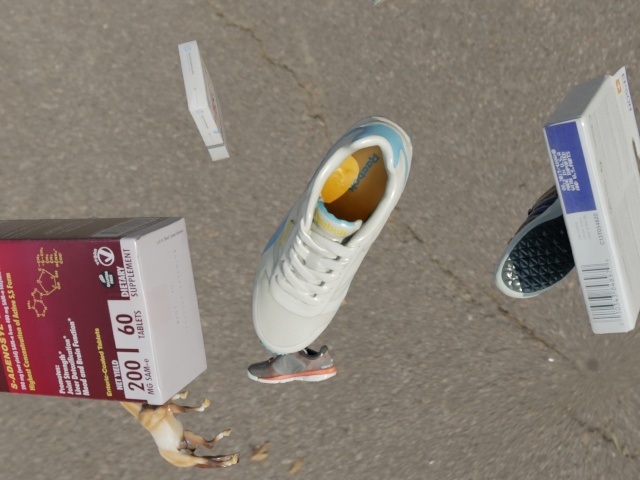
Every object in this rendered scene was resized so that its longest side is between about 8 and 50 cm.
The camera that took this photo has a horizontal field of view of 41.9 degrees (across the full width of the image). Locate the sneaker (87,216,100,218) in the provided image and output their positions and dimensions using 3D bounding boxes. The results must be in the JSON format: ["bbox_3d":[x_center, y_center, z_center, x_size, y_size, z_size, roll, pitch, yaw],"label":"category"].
[{"bbox_3d":[-0.336,0.090,1.346,0.104,0.147,0.296,-30,36,2],"label":"sneaker"}]

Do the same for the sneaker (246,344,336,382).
[{"bbox_3d":[-0.049,0.195,1.365,0.157,0.061,0.065,-6,94,21],"label":"sneaker"}]

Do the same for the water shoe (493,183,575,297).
[{"bbox_3d":[0.267,-0.009,0.960,0.203,0.080,0.073,-44,96,-13],"label":"water shoe"}]

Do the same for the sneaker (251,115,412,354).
[{"bbox_3d":[0.000,0.000,0.713,0.087,0.092,0.229,27,104,3],"label":"sneaker"}]

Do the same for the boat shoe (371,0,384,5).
[{"bbox_3d":[0.136,-0.429,1.203,0.069,0.081,0.227,49,134,-4],"label":"boat shoe"}]

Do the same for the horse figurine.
[{"bbox_3d":[-0.254,0.344,1.515,0.174,0.263,0.066,-15,32,27],"label":"horse figurine"}]

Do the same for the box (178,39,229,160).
[{"bbox_3d":[-0.215,-0.256,1.548,0.038,0.186,0.145,-14,65,2],"label":"box"}]

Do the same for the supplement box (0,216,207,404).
[{"bbox_3d":[-0.218,0.051,0.665,0.239,0.073,0.130,-1,105,23],"label":"supplement box"}]

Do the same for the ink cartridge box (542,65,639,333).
[{"bbox_3d":[0.300,-0.051,0.873,0.045,0.224,0.223,-9,107,33],"label":"ink cartridge box"}]
